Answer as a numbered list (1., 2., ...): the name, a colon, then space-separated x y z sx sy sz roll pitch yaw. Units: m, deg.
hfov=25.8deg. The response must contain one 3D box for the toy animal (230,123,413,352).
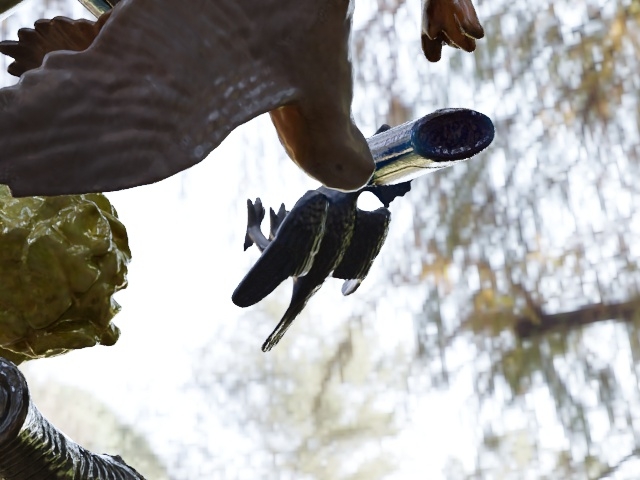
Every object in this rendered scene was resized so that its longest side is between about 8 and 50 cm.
1. toy animal: 0.000 0.000 1.434 0.176 0.255 0.239 12 6 35

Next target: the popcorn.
1. popcorn: -0.303 0.025 1.435 0.217 0.235 0.181 -30 2 9

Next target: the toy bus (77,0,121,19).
1. toy bus: -0.173 -0.353 1.572 0.113 0.246 0.134 42 -18 -34

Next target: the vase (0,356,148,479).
1. vase: -0.210 0.167 1.035 0.115 0.115 0.237 -8 -32 7

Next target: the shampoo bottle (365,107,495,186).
1. shampoo bottle: 0.083 -0.083 1.299 0.087 0.050 0.183 -12 -2 -24

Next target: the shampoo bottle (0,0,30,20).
1. shampoo bottle: -0.200 -0.241 0.956 0.125 0.350 0.084 55 -25 -12

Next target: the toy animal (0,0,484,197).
1. toy animal: -0.057 -0.176 0.795 0.302 0.284 0.225 5 13 -5
